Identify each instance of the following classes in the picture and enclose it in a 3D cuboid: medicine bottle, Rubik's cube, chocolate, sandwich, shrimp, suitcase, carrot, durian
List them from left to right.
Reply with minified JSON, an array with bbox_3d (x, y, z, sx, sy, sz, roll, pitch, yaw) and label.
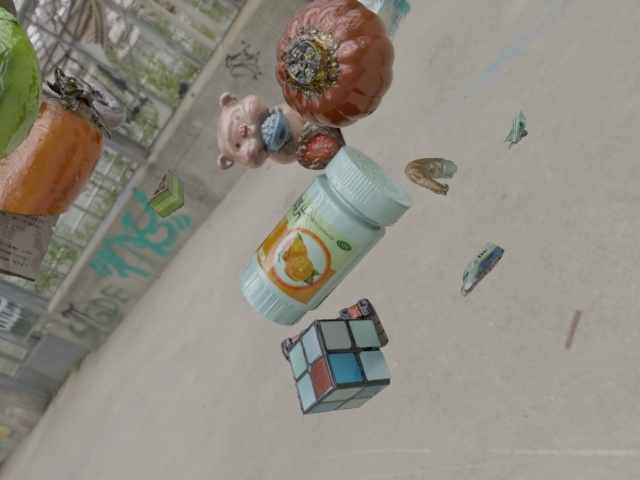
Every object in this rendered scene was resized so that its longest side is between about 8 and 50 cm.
[{"bbox_3d":[-0.448,-0.186,0.776,0.250,0.139,0.101,-61,18,-14],"label":"durian"},{"bbox_3d":[-0.577,-0.202,1.280,0.331,0.193,0.214,-67,-17,-5],"label":"carrot"},{"bbox_3d":[-0.431,-0.132,1.641,0.074,0.074,0.116,-33,37,10],"label":"sandwich"},{"bbox_3d":[-0.003,-0.241,1.490,0.133,0.124,0.127,-16,-5,5],"label":"chocolate"},{"bbox_3d":[0.000,0.000,1.049,0.318,0.158,0.158,-50,25,21],"label":"medicine bottle"},{"bbox_3d":[0.045,0.295,1.697,0.285,0.206,0.066,-28,49,0],"label":"suitcase"},{"bbox_3d":[0.042,0.305,1.442,0.183,0.167,0.180,-51,46,47],"label":"Rubik's cube"},{"bbox_3d":[0.282,-0.151,1.386,0.166,0.161,0.049,-127,42,-55],"label":"shrimp"}]

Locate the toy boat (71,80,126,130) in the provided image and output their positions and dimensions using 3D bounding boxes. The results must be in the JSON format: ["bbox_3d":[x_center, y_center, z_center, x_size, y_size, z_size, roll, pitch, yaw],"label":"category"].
[{"bbox_3d":[-0.699,-0.439,1.852,0.227,0.155,0.085,45,117,22],"label":"toy boat"}]

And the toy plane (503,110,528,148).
[{"bbox_3d":[0.407,-0.230,1.215,0.080,0.033,0.083,128,162,-72],"label":"toy plane"}]

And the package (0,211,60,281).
[{"bbox_3d":[-0.729,-0.039,1.311,0.062,0.250,0.204,-13,59,59],"label":"package"}]

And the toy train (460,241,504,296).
[{"bbox_3d":[0.371,0.068,1.397,0.234,0.051,0.052,-30,-34,-49],"label":"toy train"}]

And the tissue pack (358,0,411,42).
[{"bbox_3d":[0.057,-0.459,1.336,0.201,0.124,0.271,37,103,36],"label":"tissue pack"}]

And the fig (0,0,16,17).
[{"bbox_3d":[-0.721,-0.435,1.104,0.239,0.271,0.239,-37,31,27],"label":"fig"}]

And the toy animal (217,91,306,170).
[{"bbox_3d":[-0.158,-0.303,1.644,0.229,0.221,0.210,2,97,25],"label":"toy animal"}]

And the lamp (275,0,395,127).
[{"bbox_3d":[0.023,-0.309,1.034,0.223,0.223,0.196,-45,-14,33],"label":"lamp"}]
